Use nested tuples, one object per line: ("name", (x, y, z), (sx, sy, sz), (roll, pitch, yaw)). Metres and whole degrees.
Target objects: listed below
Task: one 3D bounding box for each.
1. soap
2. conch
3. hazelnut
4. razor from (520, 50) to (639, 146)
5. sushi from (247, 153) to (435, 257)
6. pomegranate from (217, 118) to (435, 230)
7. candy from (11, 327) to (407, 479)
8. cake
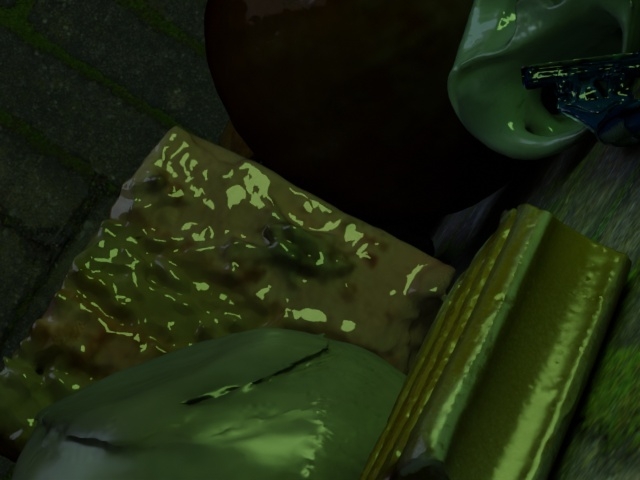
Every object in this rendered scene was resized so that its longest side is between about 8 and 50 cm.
("soap", (0.084, 0.077, 0.900), (0.140, 0.073, 0.232), (-54, 4, 46))
("conch", (0.191, -0.169, 1.366), (0.221, 0.121, 0.185), (-67, 29, 25))
("hazelnut", (0.081, -0.181, 1.616), (0.366, 0.366, 0.366), (-58, 2, 3))
("razor", (0.196, -0.083, 1.125), (0.324, 0.093, 0.056), (-91, -7, -80))
("sushi", (0.000, 0.000, 1.855), (0.196, 0.182, 0.343), (-45, -20, 8))
("pomegranate", (0.008, -0.079, 2.264), (0.322, 0.322, 0.322), (-58, 2, 3))
("candy", (-0.055, 0.159, 1.102), (0.295, 0.185, 0.295), (-13, 8, 2))
("cake", (-0.092, 0.113, 1.491), (0.307, 0.314, 0.293), (-60, 0, -15))
